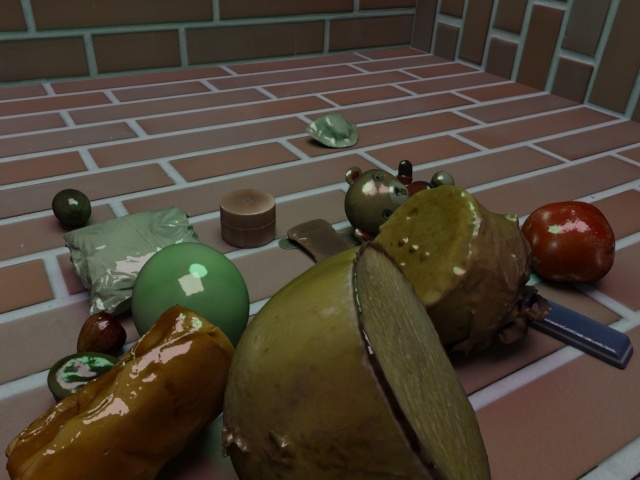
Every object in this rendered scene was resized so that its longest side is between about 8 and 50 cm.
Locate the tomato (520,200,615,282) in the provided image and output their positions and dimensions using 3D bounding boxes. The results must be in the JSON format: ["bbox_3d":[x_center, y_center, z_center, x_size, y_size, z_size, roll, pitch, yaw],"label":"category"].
[{"bbox_3d":[0.617,-0.004,1.356,0.232,0.188,0.232,2,29,-1],"label":"tomato"}]

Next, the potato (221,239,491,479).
[{"bbox_3d":[0.030,0.238,0.818,0.320,0.385,0.442,-27,18,19],"label":"potato"}]

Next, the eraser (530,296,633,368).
[{"bbox_3d":[0.556,0.193,1.173,0.225,0.036,0.082,26,39,32],"label":"eraser"}]

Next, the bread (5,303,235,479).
[{"bbox_3d":[-0.269,0.262,0.798,0.149,0.195,0.344,24,54,37],"label":"bread"}]

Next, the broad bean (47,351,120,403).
[{"bbox_3d":[-0.375,0.274,0.950,0.207,0.072,0.153,26,40,13],"label":"broad bean"}]

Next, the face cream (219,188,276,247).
[{"bbox_3d":[-0.195,-0.061,1.458,0.149,0.104,0.149,2,32,-1],"label":"face cream"}]

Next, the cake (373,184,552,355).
[{"bbox_3d":[0.302,0.085,1.150,0.321,0.332,0.332,33,21,-26],"label":"cake"}]

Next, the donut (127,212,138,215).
[{"bbox_3d":[-0.492,-0.036,1.455,0.097,0.043,0.108,-2,36,-7],"label":"donut"}]

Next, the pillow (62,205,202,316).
[{"bbox_3d":[-0.403,0.044,1.246,0.310,0.138,0.283,-16,45,-24],"label":"pillow"}]

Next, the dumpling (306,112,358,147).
[{"bbox_3d":[0.055,-0.428,2.072,0.219,0.107,0.153,-17,36,-25],"label":"dumpling"}]

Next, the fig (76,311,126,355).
[{"bbox_3d":[-0.441,0.203,1.048,0.089,0.088,0.125,23,58,29],"label":"fig"}]

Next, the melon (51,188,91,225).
[{"bbox_3d":[-0.678,-0.091,1.475,0.098,0.097,0.131,-14,32,-25],"label":"melon"}]

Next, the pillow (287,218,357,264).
[{"bbox_3d":[0.010,0.006,1.430,0.135,0.034,0.211,-21,41,-25],"label":"pillow"}]

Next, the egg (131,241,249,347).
[{"bbox_3d":[-0.253,0.119,1.052,0.221,0.220,0.270,-13,34,-24],"label":"egg"}]

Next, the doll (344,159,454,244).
[{"bbox_3d":[0.219,-0.104,1.501,0.330,0.234,0.174,-3,-12,-23],"label":"doll"}]

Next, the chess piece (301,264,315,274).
[{"bbox_3d":[-0.015,0.109,1.237,0.090,0.089,0.200,14,23,18],"label":"chess piece"}]

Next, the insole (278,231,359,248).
[{"bbox_3d":[0.000,-0.001,1.472,0.232,0.003,0.080,-3,32,-10],"label":"insole"}]
